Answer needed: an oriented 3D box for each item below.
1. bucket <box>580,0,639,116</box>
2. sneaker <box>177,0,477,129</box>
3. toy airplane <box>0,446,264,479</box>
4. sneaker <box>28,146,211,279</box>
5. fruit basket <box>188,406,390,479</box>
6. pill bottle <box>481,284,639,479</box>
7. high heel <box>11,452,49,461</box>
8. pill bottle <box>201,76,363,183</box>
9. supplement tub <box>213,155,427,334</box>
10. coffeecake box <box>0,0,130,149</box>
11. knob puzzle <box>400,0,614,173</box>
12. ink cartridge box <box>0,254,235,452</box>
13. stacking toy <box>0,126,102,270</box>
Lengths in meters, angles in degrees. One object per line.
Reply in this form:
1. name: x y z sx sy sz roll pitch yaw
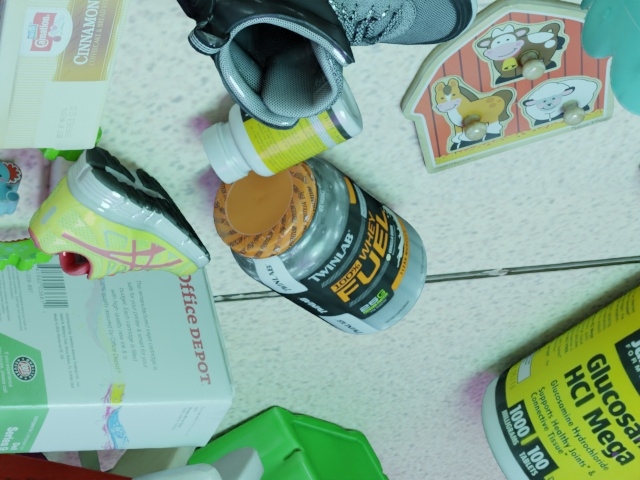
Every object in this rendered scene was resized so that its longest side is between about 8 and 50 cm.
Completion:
1. bucket: 0.334 -0.170 0.990 0.281 0.281 0.183 2 135 -26
2. sneaker: 0.008 -0.143 0.988 0.269 0.153 0.101 10 140 -35
3. toy airplane: -0.228 0.301 1.349 0.386 0.384 0.272 -12 117 -27
4. sneaker: -0.163 -0.006 1.159 0.094 0.081 0.208 -41 153 6
5. fruit basket: -0.047 0.425 1.637 0.392 0.392 0.283 -35 143 27
6. pill bottle: 0.351 0.152 1.559 0.188 0.188 0.334 20 133 -43
7. high heel: -0.397 0.280 1.561 0.244 0.082 0.117 -8 118 14
8. pill bottle: -0.031 -0.089 1.138 0.116 0.065 0.065 -25 147 13
9. supplement tub: 0.000 0.000 1.239 0.117 0.117 0.190 -30 146 21
10. coffeecake box: -0.165 -0.168 0.844 0.068 0.185 0.142 -2 145 -21
11. knob puzzle: 0.161 -0.127 1.196 0.213 0.030 0.213 -11 147 -7
12. ink cartridge box: -0.197 0.097 1.266 0.212 0.154 0.093 0 144 -24
13. stacking toy: -0.291 -0.042 1.116 0.221 0.052 0.167 1 145 -29
